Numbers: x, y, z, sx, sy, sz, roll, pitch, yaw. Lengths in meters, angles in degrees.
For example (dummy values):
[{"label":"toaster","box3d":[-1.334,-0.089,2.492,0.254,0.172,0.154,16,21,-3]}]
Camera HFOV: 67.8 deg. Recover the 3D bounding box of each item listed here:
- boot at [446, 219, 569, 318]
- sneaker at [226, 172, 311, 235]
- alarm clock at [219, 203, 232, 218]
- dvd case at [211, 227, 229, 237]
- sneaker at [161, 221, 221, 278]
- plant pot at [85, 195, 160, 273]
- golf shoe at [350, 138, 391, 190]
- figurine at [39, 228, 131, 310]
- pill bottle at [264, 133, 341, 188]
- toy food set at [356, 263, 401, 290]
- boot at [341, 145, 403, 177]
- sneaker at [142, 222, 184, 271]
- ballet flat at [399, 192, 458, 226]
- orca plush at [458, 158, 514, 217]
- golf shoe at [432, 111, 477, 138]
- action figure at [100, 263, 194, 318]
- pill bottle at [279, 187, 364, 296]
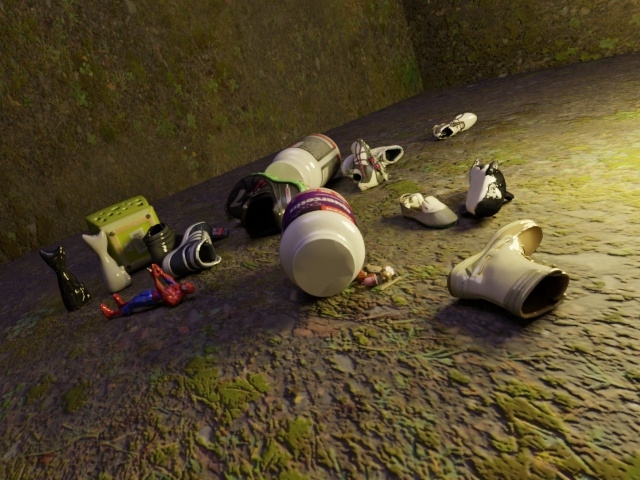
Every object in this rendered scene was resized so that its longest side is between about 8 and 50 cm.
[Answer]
[{"label":"boot","box3d":[0.336,0.043,0.779,0.213,0.077,0.165,-32,21,-19]},{"label":"sneaker","box3d":[-0.213,-0.124,1.628,0.202,0.185,0.482,-27,18,-32]},{"label":"alarm clock","box3d":[-0.352,-0.135,1.994,0.129,0.064,0.192,-2,28,41]},{"label":"dvd case","box3d":[-0.398,-0.028,1.747,0.119,0.013,0.087,1,17,-8]},{"label":"sneaker","box3d":[-0.374,0.015,1.524,0.153,0.099,0.282,-17,25,22]},{"label":"plant pot","box3d":[-0.689,-0.014,1.743,0.227,0.228,0.207,-29,26,-27]},{"label":"golf shoe","box3d":[0.151,-0.285,1.764,0.120,0.105,0.273,-35,36,7]},{"label":"figurine","box3d":[-0.748,0.087,1.524,0.214,0.210,0.092,-24,19,-14]},{"label":"pill bottle","box3d":[-0.070,-0.279,1.872,0.210,0.210,0.363,-10,20,26]},{"label":"toy food set","box3d":[0.109,0.073,1.007,0.077,0.019,0.122,-28,20,-25]},{"label":"boot","box3d":[0.210,-0.324,1.899,0.258,0.095,0.123,-29,14,-29]},{"label":"sneaker","box3d":[-0.511,-0.009,1.657,0.104,0.147,0.296,-17,17,13]},{"label":"ballet flat","box3d":[0.265,-0.083,1.215,0.072,0.068,0.213,-25,20,-15]},{"label":"orca plush","box3d":[0.419,-0.113,1.176,0.151,0.102,0.287,-62,0,13]},{"label":"golf shoe","box3d":[0.577,-0.477,2.023,0.198,0.077,0.094,-23,29,10]},{"label":"action figure","box3d":[-0.471,0.122,1.278,0.280,0.139,0.091,-10,22,18]},{"label":"pill bottle","box3d":[0.000,0.000,1.067,0.181,0.182,0.323,-18,19,3]}]
